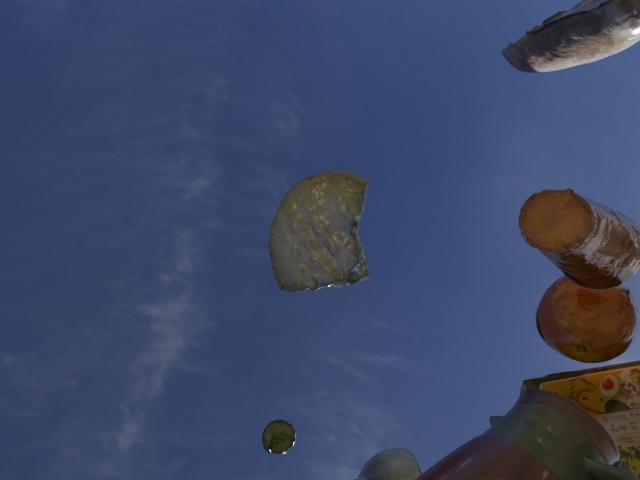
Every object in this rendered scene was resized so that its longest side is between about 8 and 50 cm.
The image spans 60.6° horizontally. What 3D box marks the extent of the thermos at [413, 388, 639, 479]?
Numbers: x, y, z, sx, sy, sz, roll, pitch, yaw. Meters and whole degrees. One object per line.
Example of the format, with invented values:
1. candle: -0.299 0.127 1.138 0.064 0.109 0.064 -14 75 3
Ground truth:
1. thermos: 0.133 0.234 0.412 0.265 0.176 0.145 -38 -69 -23

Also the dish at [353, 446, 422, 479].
1. dish: 0.117 0.608 1.166 0.125 0.324 0.323 8 -114 -10

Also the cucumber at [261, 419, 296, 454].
1. cucumber: -0.103 0.469 1.305 0.081 0.303 0.072 -36 -103 -17

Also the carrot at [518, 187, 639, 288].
1. carrot: 0.559 -0.017 1.164 0.254 0.196 0.195 24 -122 -45

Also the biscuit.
1. biscuit: 0.000 0.000 0.871 0.188 0.265 0.040 45 -144 16

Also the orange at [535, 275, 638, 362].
1. orange: 0.685 0.196 1.409 0.240 0.240 0.239 6 -113 -15

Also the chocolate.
1. chocolate: 0.415 -0.321 0.816 0.185 0.303 0.100 -29 -82 -11

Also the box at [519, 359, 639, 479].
1. box: 0.763 0.499 1.358 0.421 0.138 0.372 -10 -140 5
